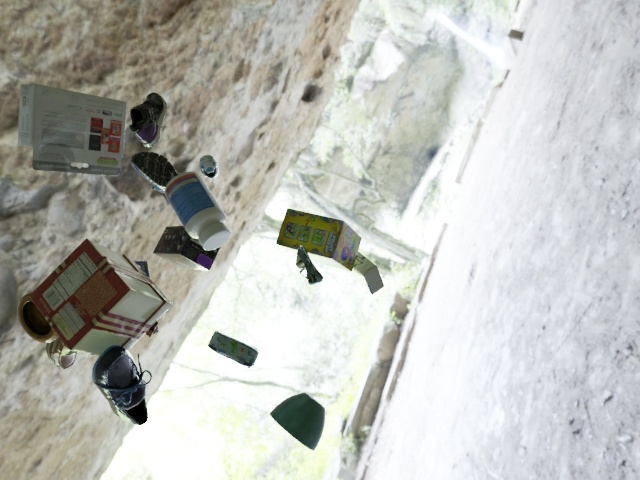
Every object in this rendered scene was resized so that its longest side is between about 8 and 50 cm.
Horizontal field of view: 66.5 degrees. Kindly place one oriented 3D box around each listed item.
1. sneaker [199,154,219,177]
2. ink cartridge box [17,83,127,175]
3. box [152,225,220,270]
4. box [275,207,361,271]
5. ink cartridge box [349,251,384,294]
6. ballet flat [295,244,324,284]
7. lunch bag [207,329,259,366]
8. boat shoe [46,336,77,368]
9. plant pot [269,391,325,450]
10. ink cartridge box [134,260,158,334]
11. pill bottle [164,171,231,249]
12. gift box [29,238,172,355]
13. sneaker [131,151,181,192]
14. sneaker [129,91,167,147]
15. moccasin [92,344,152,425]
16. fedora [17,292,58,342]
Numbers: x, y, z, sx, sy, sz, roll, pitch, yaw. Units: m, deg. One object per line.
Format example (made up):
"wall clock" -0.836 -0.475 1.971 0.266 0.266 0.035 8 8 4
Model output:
"sneaker" -0.484 -0.304 2.131 0.237 0.085 0.086 137 124 -81
"ink cartridge box" -0.851 -0.371 1.682 0.309 0.130 0.272 -1 -78 -50
"box" -0.585 0.032 2.148 0.270 0.165 0.143 0 62 47
"box" 0.000 0.000 2.201 0.290 0.279 0.177 36 -110 -64
"ink cartridge box" 0.211 0.152 2.406 0.086 0.203 0.148 -35 -53 -12
"ballet flat" -0.053 0.085 1.675 0.188 0.070 0.070 55 134 49
"lunch bag" -0.371 0.463 2.096 0.090 0.219 0.176 -64 6 -9
"boat shoe" -1.048 0.419 2.022 0.122 0.120 0.324 -37 -30 -52
"plant pot" -0.086 0.889 2.474 0.195 0.290 0.290 -51 -8 -13
"ink cartridge box" -0.794 0.244 2.100 0.065 0.185 0.311 -12 -81 -52
"pill bottle" -0.357 -0.084 1.436 0.124 0.221 0.124 -30 -21 -13
"gift box" -0.627 0.181 1.393 0.276 0.255 0.258 -43 -21 -2
"sneaker" -0.672 -0.259 2.035 0.330 0.147 0.130 41 -128 -58
"sneaker" -0.714 -0.529 2.006 0.124 0.107 0.283 47 -151 -52
"moccasin" -0.536 0.412 1.379 0.138 0.117 0.342 -47 -22 -33
"fedora" -1.011 0.275 1.786 0.079 0.194 0.194 -40 -29 -71
